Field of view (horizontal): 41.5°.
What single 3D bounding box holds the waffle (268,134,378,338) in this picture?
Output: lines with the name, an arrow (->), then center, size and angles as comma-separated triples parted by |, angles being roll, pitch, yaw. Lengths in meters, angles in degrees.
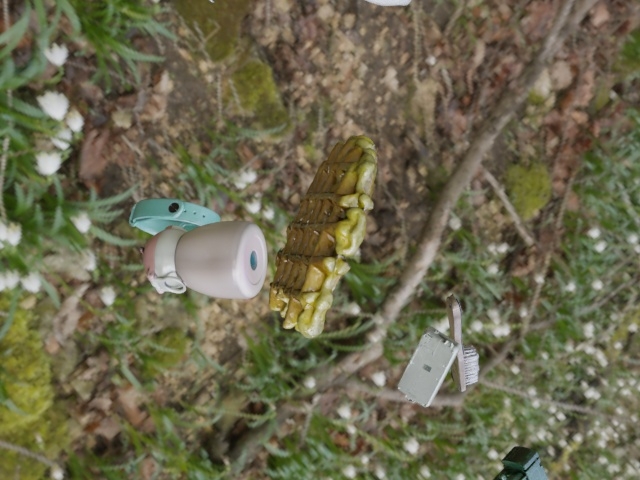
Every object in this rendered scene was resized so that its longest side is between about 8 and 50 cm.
waffle -> 0.000, -0.004, 1.125 | 0.301, 0.058, 0.282 | -98, -148, -67

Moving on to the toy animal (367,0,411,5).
toy animal -> 0.109, -0.686, 1.863 | 0.368, 0.241, 0.196 | -84, -166, -46

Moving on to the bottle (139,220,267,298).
bottle -> -0.233, 0.035, 1.617 | 0.236, 0.148, 0.147 | 1, -173, 19

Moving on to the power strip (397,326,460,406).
power strip -> 0.224, 0.265, 1.761 | 0.035, 0.081, 0.192 | -36, 152, -51

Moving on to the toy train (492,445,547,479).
toy train -> 0.304, 0.425, 1.369 | 0.170, 0.111, 0.071 | -35, -160, -29

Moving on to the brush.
brush -> 0.348, 0.249, 2.059 | 0.065, 0.070, 0.327 | -16, 131, -3

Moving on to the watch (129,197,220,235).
watch -> -0.368, -0.047, 2.146 | 0.195, 0.237, 0.068 | 47, 52, -63

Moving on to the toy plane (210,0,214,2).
toy plane -> -0.252, -0.529, 1.519 | 0.107, 0.182, 0.273 | -46, 144, 19
